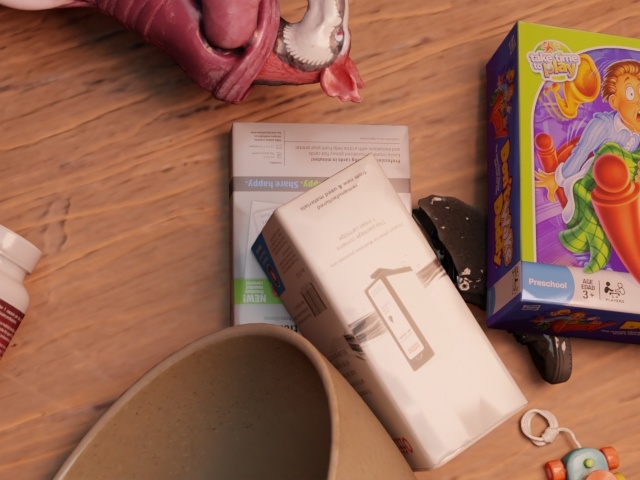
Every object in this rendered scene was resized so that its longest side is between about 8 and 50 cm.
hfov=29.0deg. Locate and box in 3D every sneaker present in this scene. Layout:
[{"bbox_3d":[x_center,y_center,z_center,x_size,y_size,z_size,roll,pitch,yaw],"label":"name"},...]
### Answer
[{"bbox_3d":[0.137,0.040,0.997,0.089,0.051,0.170,-12,76,-11],"label":"sneaker"}]

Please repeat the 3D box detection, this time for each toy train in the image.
[{"bbox_3d":[0.175,0.220,0.969,0.125,0.046,0.166,28,77,-3],"label":"toy train"}]

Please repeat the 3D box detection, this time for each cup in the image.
[{"bbox_3d":[-0.034,0.256,0.820,0.237,0.331,0.331,40,75,-27],"label":"cup"}]

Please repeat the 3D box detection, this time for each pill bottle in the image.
[{"bbox_3d":[-0.269,0.061,0.914,0.086,0.086,0.152,28,77,-2],"label":"pill bottle"}]

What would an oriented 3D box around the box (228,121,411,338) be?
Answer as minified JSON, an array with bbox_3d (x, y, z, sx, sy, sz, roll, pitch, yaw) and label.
[{"bbox_3d":[0.000,0.000,0.989,0.145,0.038,0.186,1,81,-8],"label":"box"}]

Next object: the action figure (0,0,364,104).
[{"bbox_3d":[-0.128,-0.199,0.901,0.370,0.248,0.276,37,78,3],"label":"action figure"}]

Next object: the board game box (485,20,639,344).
[{"bbox_3d":[0.308,-0.032,0.991,0.347,0.078,0.233,6,69,-11],"label":"board game box"}]

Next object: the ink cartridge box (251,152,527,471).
[{"bbox_3d":[0.042,0.058,0.889,0.086,0.148,0.203,-31,87,-14],"label":"ink cartridge box"}]
